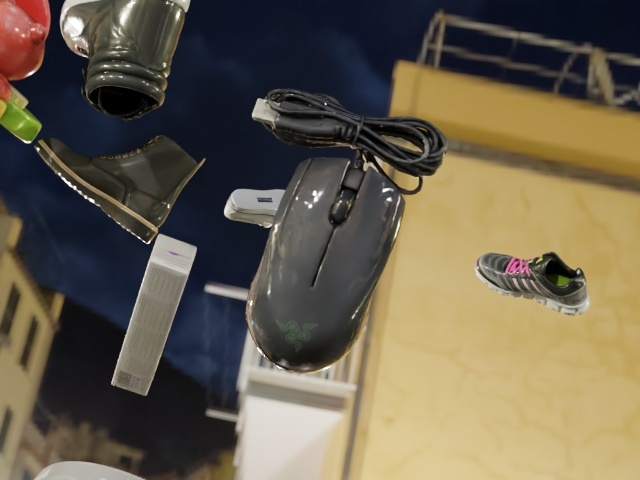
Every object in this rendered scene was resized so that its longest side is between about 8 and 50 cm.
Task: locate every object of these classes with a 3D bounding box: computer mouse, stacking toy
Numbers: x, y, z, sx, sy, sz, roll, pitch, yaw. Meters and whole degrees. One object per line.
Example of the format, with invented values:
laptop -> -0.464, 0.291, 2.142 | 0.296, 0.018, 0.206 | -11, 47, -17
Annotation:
computer mouse -> 0.000, 0.000, 1.331 | 0.188, 0.272, 0.072 | 15, 6, 2
stacking toy -> -0.441, -0.267, 1.745 | 0.309, 0.130, 0.279 | 42, -1, 15

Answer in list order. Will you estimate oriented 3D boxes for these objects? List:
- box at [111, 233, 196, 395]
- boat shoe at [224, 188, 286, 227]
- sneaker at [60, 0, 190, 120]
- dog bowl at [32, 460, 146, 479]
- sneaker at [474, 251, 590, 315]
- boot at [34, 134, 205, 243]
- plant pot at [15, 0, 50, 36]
box -> -0.265, 0.124, 2.202 | 0.067, 0.063, 0.324 | 18, -45, -4
boat shoe -> -0.055, -0.031, 1.477 | 0.100, 0.035, 0.035 | 2, -36, -30
sneaker -> -0.260, -0.218, 1.686 | 0.104, 0.147, 0.295 | 20, -11, -28
dog bowl -> -0.267, 0.425, 1.879 | 0.348, 0.102, 0.349 | 17, -37, 14
sneaker -> 0.299, 0.044, 1.951 | 0.170, 0.063, 0.075 | 21, -41, 21
boot -> -0.263, -0.106, 1.838 | 0.198, 0.137, 0.077 | 37, -6, 2
plant pot -> -0.615, -0.376, 2.246 | 0.243, 0.275, 0.275 | -27, -42, 22
